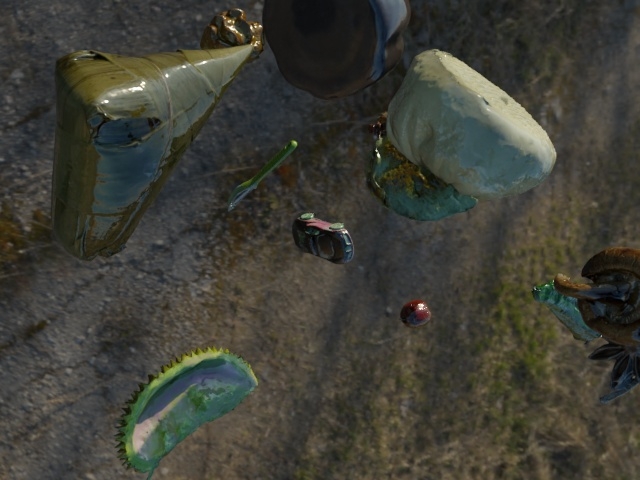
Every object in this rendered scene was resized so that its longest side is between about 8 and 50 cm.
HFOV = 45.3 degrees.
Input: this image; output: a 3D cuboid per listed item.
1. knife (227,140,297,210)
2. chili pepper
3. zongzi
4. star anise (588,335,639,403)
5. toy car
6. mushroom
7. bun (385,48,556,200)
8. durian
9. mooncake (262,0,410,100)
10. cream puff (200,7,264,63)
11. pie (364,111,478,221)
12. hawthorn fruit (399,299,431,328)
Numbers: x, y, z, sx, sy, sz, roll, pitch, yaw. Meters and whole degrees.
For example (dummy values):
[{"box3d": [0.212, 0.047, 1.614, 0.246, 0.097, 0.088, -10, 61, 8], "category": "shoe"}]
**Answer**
[{"box3d": [-0.103, -0.107, 1.273, 0.026, 0.184, 0.022, 29, 34, -35], "category": "knife"}, {"box3d": [0.435, 0.120, 1.367, 0.226, 0.059, 0.088, 24, 89, -42], "category": "chili pepper"}, {"box3d": [-0.221, -0.127, 1.047, 0.300, 0.145, 0.274, -26, 145, -42], "category": "zongzi"}, {"box3d": [0.677, 0.242, 1.655, 0.081, 0.230, 0.263, -15, 126, -47], "category": "star anise"}, {"box3d": [0.000, 0.000, 1.331, 0.055, 0.142, 0.069, -26, 118, -33], "category": "toy car"}, {"box3d": [0.409, 0.074, 1.068, 0.080, 0.170, 0.135, -3, 105, -60], "category": "mushroom"}, {"box3d": [0.288, -0.217, 1.556, 0.359, 0.360, 0.211, 12, 123, -43], "category": "bun"}, {"box3d": [-0.302, 0.354, 1.672, 0.351, 0.169, 0.158, -37, 160, -24], "category": "durian"}, {"box3d": [0.034, -0.435, 1.485, 0.154, 0.305, 0.306, -42, 122, -46], "category": "mooncake"}, {"box3d": [-0.155, -0.354, 1.372, 0.094, 0.116, 0.122, 43, 23, 2], "category": "cream puff"}, {"box3d": [0.234, -0.166, 1.763, 0.105, 0.274, 0.257, 78, 19, -70], "category": "pie"}, {"box3d": [0.230, 0.180, 1.865, 0.077, 0.077, 0.077, -6, 99, -42], "category": "hawthorn fruit"}]
